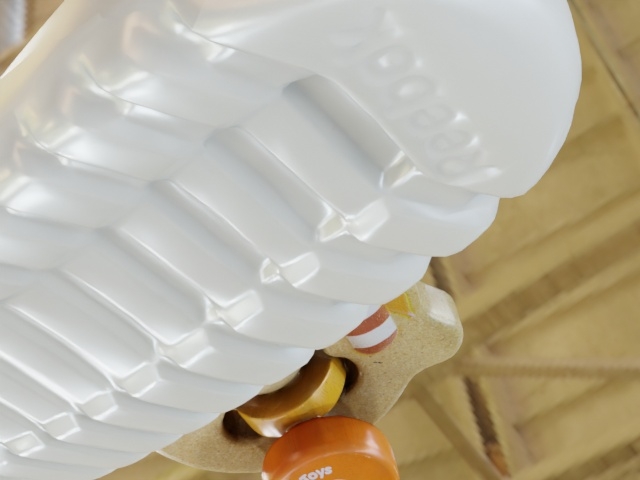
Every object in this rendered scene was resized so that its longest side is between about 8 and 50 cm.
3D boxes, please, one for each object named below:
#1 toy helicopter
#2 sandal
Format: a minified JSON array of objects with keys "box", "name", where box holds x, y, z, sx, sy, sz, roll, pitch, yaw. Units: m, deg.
[{"box":[0.000,0.000,0.953,0.355,0.235,0.140,-52,-152,26],"name":"toy helicopter"},{"box":[-0.090,-0.003,0.518,0.416,0.169,0.102,-25,-129,37],"name":"sandal"}]
